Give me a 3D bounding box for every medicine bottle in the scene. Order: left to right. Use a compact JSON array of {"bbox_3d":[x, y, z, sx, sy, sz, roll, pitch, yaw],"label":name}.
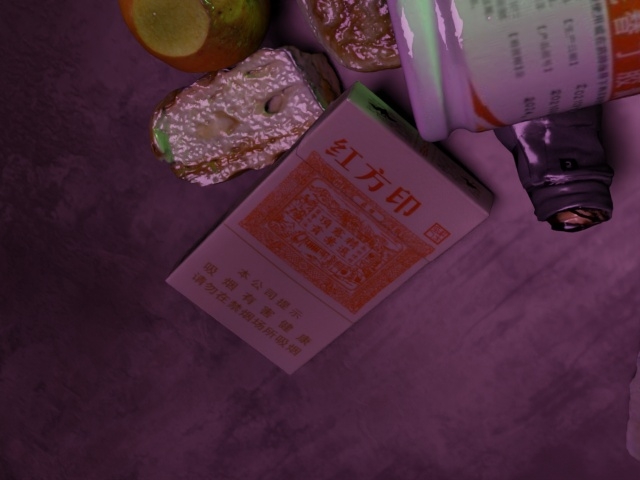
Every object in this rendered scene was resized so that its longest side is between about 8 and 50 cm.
[{"bbox_3d":[0.213,-0.210,0.840,0.316,0.202,0.202,-14,107,8],"label":"medicine bottle"}]

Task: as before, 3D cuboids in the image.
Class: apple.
[{"bbox_3d":[-0.138,-0.264,1.124,0.147,0.146,0.163,-24,112,31],"label":"apple"}]

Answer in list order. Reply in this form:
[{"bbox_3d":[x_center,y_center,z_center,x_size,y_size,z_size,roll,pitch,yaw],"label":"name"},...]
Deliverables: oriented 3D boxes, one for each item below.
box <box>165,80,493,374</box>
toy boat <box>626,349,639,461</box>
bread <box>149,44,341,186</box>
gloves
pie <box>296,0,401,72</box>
[{"bbox_3d":[0.000,0.000,1.198,0.205,0.051,0.365,39,126,-13],"label":"box"},{"bbox_3d":[0.403,0.201,1.040,0.276,0.111,0.293,134,120,-67],"label":"toy boat"},{"bbox_3d":[-0.088,-0.146,1.191,0.232,0.088,0.128,-21,115,26],"label":"bread"},{"bbox_3d":[0.211,-0.146,1.000,0.142,0.119,0.285,-8,94,-7],"label":"gloves"},{"bbox_3d":[0.059,-0.285,1.064,0.241,0.054,0.240,11,118,22],"label":"pie"}]
